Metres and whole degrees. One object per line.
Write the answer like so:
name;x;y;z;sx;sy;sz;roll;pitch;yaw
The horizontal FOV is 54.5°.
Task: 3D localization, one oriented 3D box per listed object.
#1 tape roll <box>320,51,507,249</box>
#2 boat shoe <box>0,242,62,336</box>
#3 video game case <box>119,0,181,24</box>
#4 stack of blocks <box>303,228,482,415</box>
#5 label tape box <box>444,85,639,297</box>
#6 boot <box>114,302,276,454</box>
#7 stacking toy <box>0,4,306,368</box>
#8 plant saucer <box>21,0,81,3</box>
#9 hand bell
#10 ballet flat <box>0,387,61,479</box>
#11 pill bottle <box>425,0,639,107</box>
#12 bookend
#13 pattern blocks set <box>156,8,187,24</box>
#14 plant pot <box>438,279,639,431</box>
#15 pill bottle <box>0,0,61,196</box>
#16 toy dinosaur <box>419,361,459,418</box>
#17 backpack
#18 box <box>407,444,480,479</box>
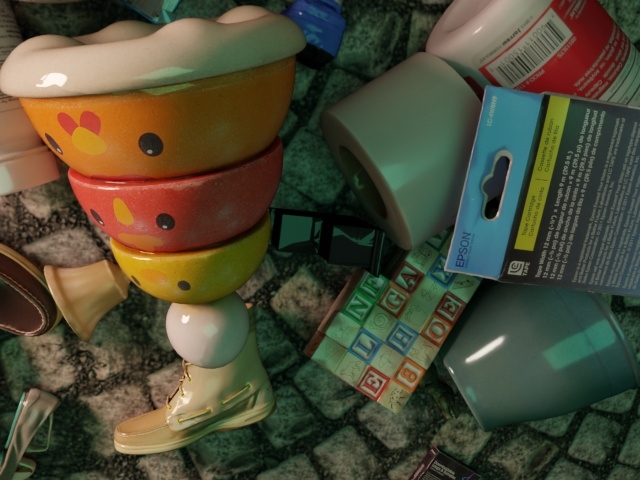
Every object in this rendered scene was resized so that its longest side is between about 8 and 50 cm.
tape roll;0.132;-0.130;0.925;0.169;0.246;0.246;-32;107;-5
boat shoe;-0.525;0.044;0.847;0.342;0.123;0.123;38;109;-16
video game case;-0.268;-0.400;0.886;0.166;0.015;0.119;31;94;-18
stack of blocks;0.126;0.109;1.023;0.171;0.087;0.297;35;82;-6
label tape box;0.348;-0.064;0.845;0.348;0.115;0.249;7;105;-5
boot;-0.213;0.216;0.991;0.262;0.095;0.203;-13;105;-13
stacking toy;-0.165;-0.038;0.810;0.351;0.350;0.479;-13;113;-11
plant saucer;-0.383;-0.396;0.730;0.401;0.400;0.100;21;138;-17
hand bell;-0.269;0.037;0.935;0.242;0.126;0.126;-28;107;-13
ballet flat;-0.467;0.333;0.967;0.068;0.072;0.213;24;95;-22
pill bottle;0.378;-0.235;0.971;0.408;0.229;0.229;40;90;-19
bookend;0.000;0.000;0.965;0.156;0.157;0.072;5;99;-16
pattern blocks set;-0.209;-0.161;0.943;0.286;0.026;0.324;27;97;-19
plant pot;0.338;0.183;1.045;0.255;0.271;0.271;-29;107;4
pill bottle;-0.453;-0.199;0.807;0.161;0.160;0.282;-16;105;-10
toy dinosaur;0.145;0.221;1.105;0.118;0.064;0.268;-33;103;-9
backpack;-0.018;-0.313;0.912;0.098;0.120;0.101;15;98;-16
box;0.216;0.486;1.192;0.116;0.029;0.162;36;93;-19
